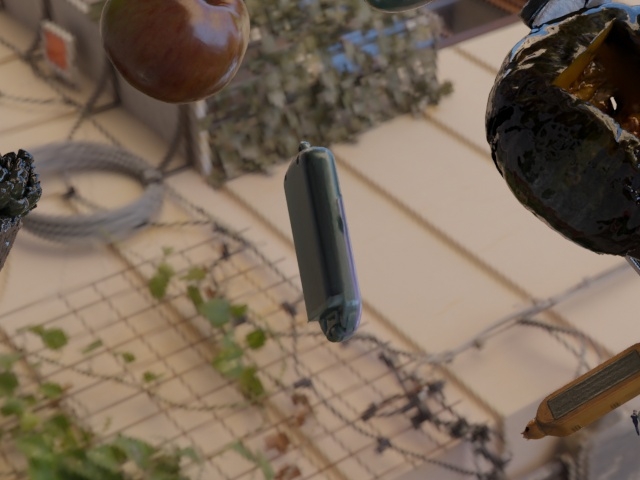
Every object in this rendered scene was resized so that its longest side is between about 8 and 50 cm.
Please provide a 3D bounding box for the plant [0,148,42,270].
[{"bbox_3d":[-0.317,-0.026,1.147,0.094,0.092,0.143,28,-76,14],"label":"plant"}]

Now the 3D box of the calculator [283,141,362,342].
[{"bbox_3d":[0.000,0.000,1.479,0.141,0.045,0.246,134,-53,-72],"label":"calculator"}]

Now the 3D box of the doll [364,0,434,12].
[{"bbox_3d":[0.159,-0.305,1.173,0.161,0.261,0.177,79,4,-60],"label":"doll"}]

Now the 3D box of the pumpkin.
[{"bbox_3d":[0.356,-0.144,1.501,0.320,0.320,0.192,52,-14,26],"label":"pumpkin"}]

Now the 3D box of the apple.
[{"bbox_3d":[-0.124,-0.180,1.065,0.102,0.126,0.126,-48,-114,37],"label":"apple"}]

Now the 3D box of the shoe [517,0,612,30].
[{"bbox_3d":[0.341,-0.296,1.637,0.093,0.241,0.108,46,-74,14],"label":"shoe"}]

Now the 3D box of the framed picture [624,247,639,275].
[{"bbox_3d":[0.509,0.049,1.797,0.128,0.023,0.168,23,-4,29],"label":"framed picture"}]

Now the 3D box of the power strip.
[{"bbox_3d":[0.299,0.174,1.380,0.028,0.178,0.049,49,14,-32],"label":"power strip"}]

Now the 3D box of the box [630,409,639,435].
[{"bbox_3d":[0.352,0.225,0.955,0.135,0.079,0.269,-17,-84,39],"label":"box"}]
